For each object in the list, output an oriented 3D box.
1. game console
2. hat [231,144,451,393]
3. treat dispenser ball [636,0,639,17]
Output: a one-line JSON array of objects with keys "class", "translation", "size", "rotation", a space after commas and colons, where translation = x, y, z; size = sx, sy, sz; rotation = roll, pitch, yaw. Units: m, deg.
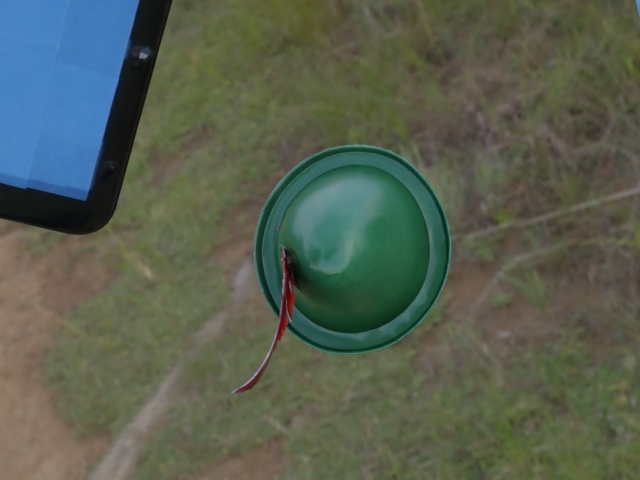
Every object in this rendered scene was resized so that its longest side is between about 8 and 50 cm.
[{"class": "game console", "translation": [-0.227, -0.112, 0.817], "size": [0.173, 0.293, 0.250], "rotation": [29, 33, 16]}, {"class": "hat", "translation": [0.000, 0.000, 1.147], "size": [0.173, 0.208, 0.183], "rotation": [-30, -21, 12]}, {"class": "treat dispenser ball", "translation": [0.398, -0.225, 1.172], "size": [0.288, 0.288, 0.288], "rotation": [-18, 25, 8]}]
